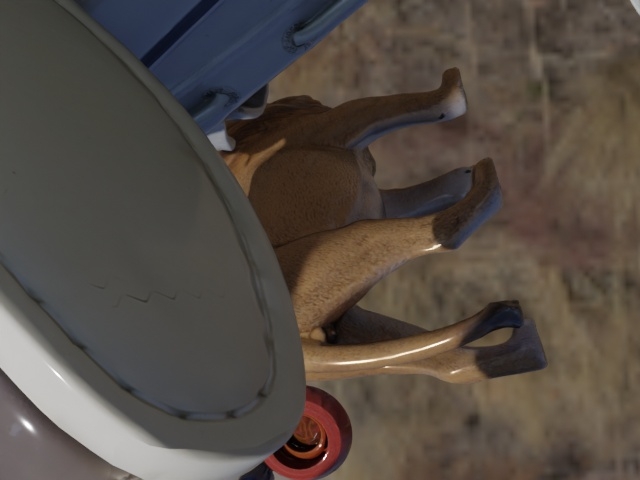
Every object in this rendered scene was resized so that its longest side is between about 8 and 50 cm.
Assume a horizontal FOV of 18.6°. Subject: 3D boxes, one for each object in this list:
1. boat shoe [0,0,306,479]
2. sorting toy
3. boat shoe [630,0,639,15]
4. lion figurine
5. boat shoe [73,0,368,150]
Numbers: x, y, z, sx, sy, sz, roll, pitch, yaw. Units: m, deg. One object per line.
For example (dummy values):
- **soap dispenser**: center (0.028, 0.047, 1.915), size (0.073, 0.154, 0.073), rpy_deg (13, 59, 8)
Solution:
- **boat shoe**: center (-0.124, -0.039, 0.473), size (0.117, 0.324, 0.096), rpy_deg (7, 126, -54)
- **sorting toy**: center (-0.033, 0.097, 0.956), size (0.102, 0.061, 0.042), rpy_deg (-1, -167, 8)
- **boat shoe**: center (0.262, -0.178, 1.271), size (0.367, 0.156, 0.136), rpy_deg (20, 159, -20)
- **lion figurine**: center (0.000, 0.000, 1.284), size (0.240, 0.142, 0.392), rpy_deg (-15, -161, 2)
- **boat shoe**: center (-0.054, -0.061, 0.573), size (0.088, 0.096, 0.267), rpy_deg (25, 130, -35)
